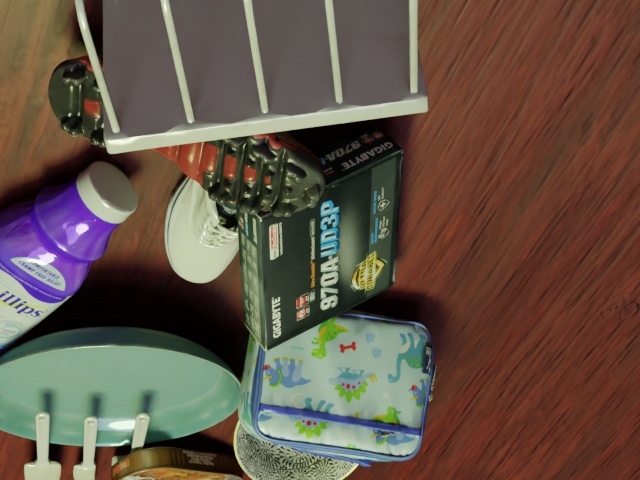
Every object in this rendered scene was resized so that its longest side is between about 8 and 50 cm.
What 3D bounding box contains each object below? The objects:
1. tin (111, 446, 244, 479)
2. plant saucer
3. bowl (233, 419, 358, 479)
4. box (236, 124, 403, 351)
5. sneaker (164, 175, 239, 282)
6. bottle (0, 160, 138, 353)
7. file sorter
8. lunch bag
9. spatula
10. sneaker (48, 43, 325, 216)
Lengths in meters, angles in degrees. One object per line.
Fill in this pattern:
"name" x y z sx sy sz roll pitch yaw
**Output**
"tin" -0.188 0.310 1.651 0.190 0.040 0.106 16 135 -41
"plant saucer" -0.251 0.173 1.494 0.318 0.043 0.317 -3 152 -2
"bowl" -0.028 0.225 1.573 0.170 0.080 0.170 -4 117 -8
"box" 0.000 0.000 1.331 0.175 0.051 0.220 -26 143 -22
"sneaker" -0.107 -0.037 1.324 0.094 0.091 0.258 11 131 -14
"bottle" -0.313 0.020 1.362 0.283 0.092 0.118 -36 126 27
"file sorter" -0.062 -0.217 1.063 0.278 0.192 0.173 -8 144 1
"lunch bag" 0.020 0.168 1.465 0.219 0.176 0.090 13 170 -15
"spatula" -0.291 0.266 1.604 0.168 0.019 0.242 3 147 -12
"sneaker" -0.111 -0.120 1.191 0.276 0.135 0.097 24 133 7
